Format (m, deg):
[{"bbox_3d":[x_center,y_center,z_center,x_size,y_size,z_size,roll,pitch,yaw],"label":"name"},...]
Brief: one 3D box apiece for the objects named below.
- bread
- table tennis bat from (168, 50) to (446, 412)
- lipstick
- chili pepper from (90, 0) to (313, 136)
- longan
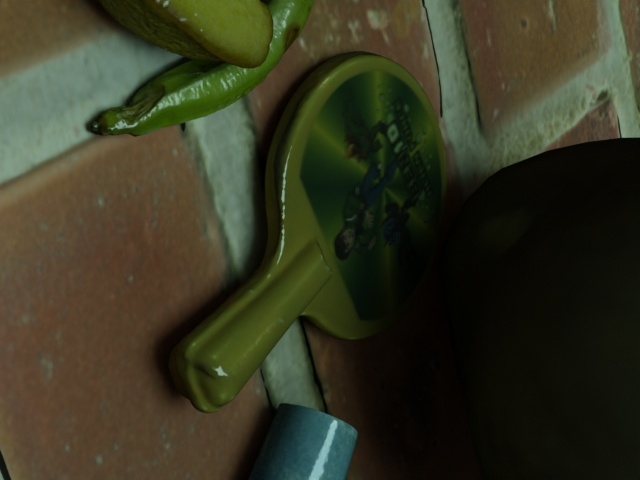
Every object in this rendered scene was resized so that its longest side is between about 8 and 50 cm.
[{"bbox_3d":[-0.094,-0.189,0.835,0.188,0.065,0.149,36,56,-42],"label":"bread"},{"bbox_3d":[0.000,0.000,0.976,0.321,0.050,0.198,-49,129,-41],"label":"table tennis bat"},{"bbox_3d":[-0.046,0.243,0.925,0.068,0.061,0.274,40,64,-46],"label":"lipstick"},{"bbox_3d":[-0.059,-0.111,0.894,0.208,0.043,0.049,-49,141,-34],"label":"chili pepper"},{"bbox_3d":[0.260,0.093,1.019,0.404,0.404,0.336,21,111,-48],"label":"longan"}]
